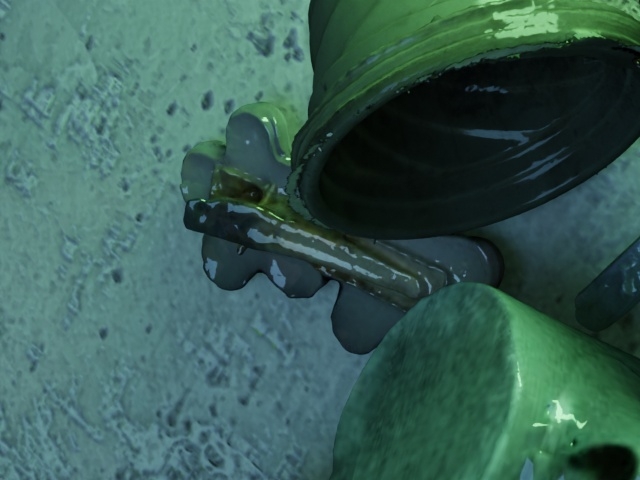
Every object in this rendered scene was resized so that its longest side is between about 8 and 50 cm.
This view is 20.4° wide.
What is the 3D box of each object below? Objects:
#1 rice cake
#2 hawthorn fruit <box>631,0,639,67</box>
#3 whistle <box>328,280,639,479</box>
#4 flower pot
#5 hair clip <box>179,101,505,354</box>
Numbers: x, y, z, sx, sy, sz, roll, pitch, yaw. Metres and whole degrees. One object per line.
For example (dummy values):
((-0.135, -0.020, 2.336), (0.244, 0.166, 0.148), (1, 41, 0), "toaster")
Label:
((0.219, -0.005, 1.086), (0.030, 0.042, 0.180), (49, 124, 9), "rice cake")
((0.274, -0.149, 0.935), (0.181, 0.181, 0.235), (33, 82, 21), "hawthorn fruit")
((0.081, 0.180, 1.113), (0.168, 0.188, 0.405), (25, 133, -24), "whistle")
((0.077, -0.108, 1.063), (0.235, 0.235, 0.140), (-35, 63, 35), "flower pot")
((0.004, -0.001, 1.213), (0.257, 0.075, 0.146), (22, 111, 19), "hair clip")
